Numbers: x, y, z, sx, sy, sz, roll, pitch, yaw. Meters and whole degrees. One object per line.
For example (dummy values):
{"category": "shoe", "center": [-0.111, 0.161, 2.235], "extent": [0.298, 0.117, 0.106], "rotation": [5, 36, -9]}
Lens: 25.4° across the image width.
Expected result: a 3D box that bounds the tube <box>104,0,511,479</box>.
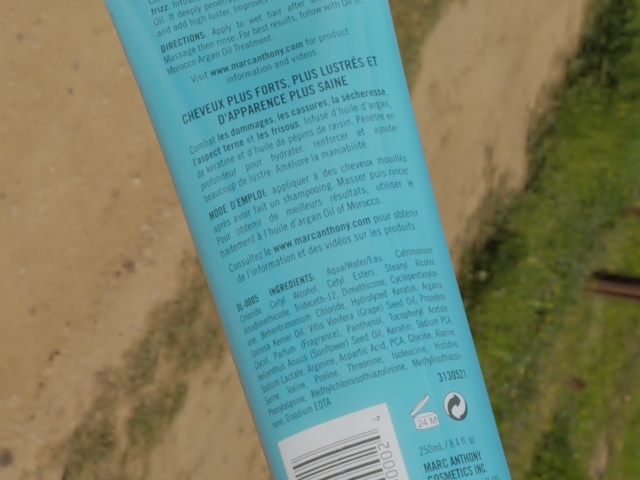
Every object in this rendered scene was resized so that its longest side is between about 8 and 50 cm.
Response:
{"category": "tube", "center": [0.000, 0.000, 0.363], "extent": [0.052, 0.080, 0.207], "rotation": [91, -17, -75]}
